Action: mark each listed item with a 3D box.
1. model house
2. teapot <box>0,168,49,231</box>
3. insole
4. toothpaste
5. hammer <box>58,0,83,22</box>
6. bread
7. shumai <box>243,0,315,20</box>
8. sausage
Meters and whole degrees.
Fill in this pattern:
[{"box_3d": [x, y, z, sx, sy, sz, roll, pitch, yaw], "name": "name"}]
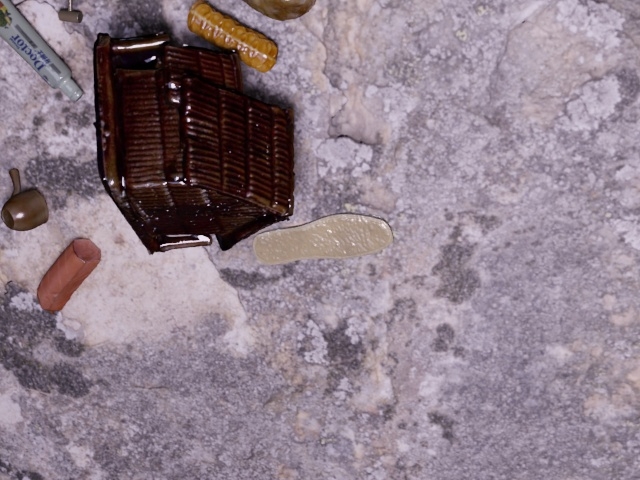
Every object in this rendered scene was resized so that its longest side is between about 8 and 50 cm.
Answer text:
[{"box_3d": [-0.175, -0.157, 1.711, 0.283, 0.297, 0.317, -6, 78, 9], "name": "model house"}, {"box_3d": [-0.529, -0.068, 1.926, 0.085, 0.080, 0.110, -29, 90, 48], "name": "teapot"}, {"box_3d": [0.000, 0.000, 1.817, 0.248, 0.011, 0.081, -9, 112, 22], "name": "insole"}, {"box_3d": [-0.484, -0.327, 1.802, 0.067, 0.037, 0.255, -40, 95, 29], "name": "toothpaste"}, {"box_3d": [-0.397, -0.403, 1.749, 0.035, 0.019, 0.110, 11, 112, 12], "name": "hammer"}, {"box_3d": [-0.136, -0.313, 1.690, 0.157, 0.044, 0.052, 31, 114, 0], "name": "bread"}, {"box_3d": [-0.091, -0.407, 1.575, 0.161, 0.153, 0.209, -25, 102, 19], "name": "shumai"}, {"box_3d": [-0.459, 0.069, 1.971, 0.065, 0.065, 0.169, 42, 120, -5], "name": "sausage"}]
